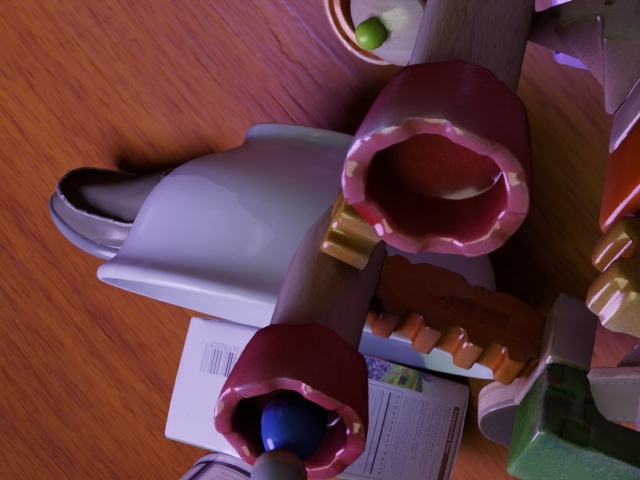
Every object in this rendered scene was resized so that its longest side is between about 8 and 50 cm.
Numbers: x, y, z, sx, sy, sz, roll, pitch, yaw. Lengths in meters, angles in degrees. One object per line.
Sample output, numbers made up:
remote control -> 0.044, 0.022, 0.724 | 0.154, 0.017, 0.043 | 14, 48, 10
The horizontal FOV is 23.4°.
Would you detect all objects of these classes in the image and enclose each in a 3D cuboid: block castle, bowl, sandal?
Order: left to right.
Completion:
bowl -> 0.000, 0.000, 1.096 | 0.297, 0.298, 0.134 | 8, 82, 42
sandal -> 0.223, 0.082, 1.028 | 0.240, 0.079, 0.088 | -5, 142, 13
block castle -> 0.198, 0.075, 0.803 | 0.453, 0.213, 0.303 | 22, 138, -6

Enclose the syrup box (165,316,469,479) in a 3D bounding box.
syrup box -> 0.004, 0.129, 1.173 | 0.093, 0.237, 0.096 | 9, 83, 42

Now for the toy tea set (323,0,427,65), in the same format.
toy tea set -> -0.031, -0.255, 0.970 | 0.336, 0.124, 0.200 | 49, 143, 2

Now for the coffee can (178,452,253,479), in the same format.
coffee can -> -0.140, 0.363, 1.478 | 0.201, 0.275, 0.202 | 27, 138, 28

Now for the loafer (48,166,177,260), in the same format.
loafer -> -0.121, -0.029, 1.292 | 0.251, 0.094, 0.087 | 14, 125, 27

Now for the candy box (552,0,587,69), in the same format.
candy box -> 0.207, -0.180, 0.833 | 0.164, 0.070, 0.196 | 20, 134, 35
